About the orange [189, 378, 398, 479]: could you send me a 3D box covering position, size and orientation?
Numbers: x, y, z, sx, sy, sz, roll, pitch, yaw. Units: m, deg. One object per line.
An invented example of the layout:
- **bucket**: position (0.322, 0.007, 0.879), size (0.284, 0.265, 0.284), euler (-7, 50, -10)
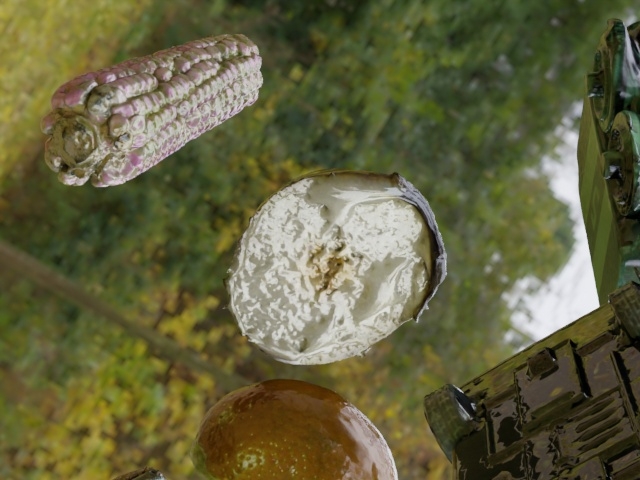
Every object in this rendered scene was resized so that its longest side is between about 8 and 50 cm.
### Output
- **orange**: position (-0.009, 0.237, 1.606), size (0.158, 0.237, 0.179), euler (-44, 178, 5)

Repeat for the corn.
- **corn**: position (-0.181, -0.156, 1.729), size (0.126, 0.127, 0.335), euler (-55, 170, 34)

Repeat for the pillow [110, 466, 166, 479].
- **pillow**: position (-0.237, 0.298, 1.445), size (0.232, 0.043, 0.126), euler (-32, 141, -15)

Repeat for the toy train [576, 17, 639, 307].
- **toy train**: position (0.326, -0.063, 1.428), size (0.299, 0.167, 0.238), euler (-88, 179, -47)

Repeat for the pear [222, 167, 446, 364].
- **pear**: position (-0.003, 0.001, 1.837), size (0.267, 0.267, 0.178), euler (-57, -152, 16)

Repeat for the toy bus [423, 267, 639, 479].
- **toy bus**: position (0.184, 0.170, 0.951), size (0.177, 0.202, 0.365), euler (-31, -169, 12)
